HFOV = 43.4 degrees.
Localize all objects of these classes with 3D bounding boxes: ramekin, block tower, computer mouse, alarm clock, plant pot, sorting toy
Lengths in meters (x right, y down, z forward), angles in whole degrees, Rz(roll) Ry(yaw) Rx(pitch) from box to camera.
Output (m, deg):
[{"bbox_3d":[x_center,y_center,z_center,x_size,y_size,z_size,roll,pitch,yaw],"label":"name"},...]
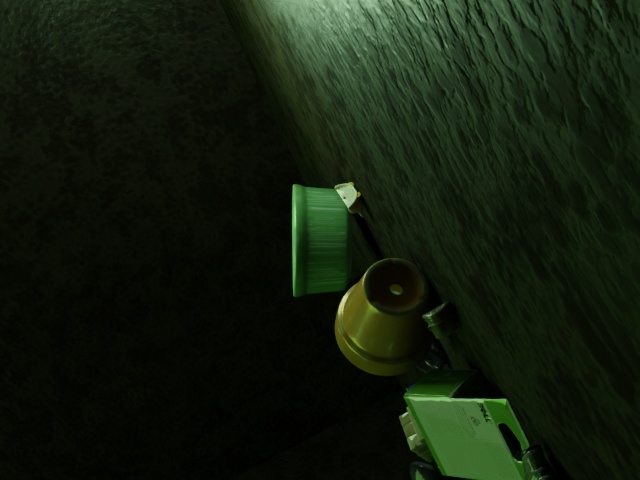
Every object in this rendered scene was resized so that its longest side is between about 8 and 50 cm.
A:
[{"bbox_3d":[0.000,0.000,2.163,0.303,0.148,0.304,180,90,-87],"label":"ramekin"},{"bbox_3d":[0.296,0.468,1.837,0.335,0.090,0.097,45,-160,-43],"label":"block tower"},{"bbox_3d":[0.316,0.581,1.813,0.272,0.072,0.188,26,161,-8],"label":"computer mouse"},{"bbox_3d":[0.237,0.269,1.873,0.129,0.064,0.192,34,-179,-14],"label":"alarm clock"},{"bbox_3d":[0.137,0.137,1.591,0.188,0.205,0.205,96,149,-58],"label":"plant pot"},{"bbox_3d":[0.080,-0.092,1.906,0.075,0.044,0.083,54,-176,-47],"label":"sorting toy"}]

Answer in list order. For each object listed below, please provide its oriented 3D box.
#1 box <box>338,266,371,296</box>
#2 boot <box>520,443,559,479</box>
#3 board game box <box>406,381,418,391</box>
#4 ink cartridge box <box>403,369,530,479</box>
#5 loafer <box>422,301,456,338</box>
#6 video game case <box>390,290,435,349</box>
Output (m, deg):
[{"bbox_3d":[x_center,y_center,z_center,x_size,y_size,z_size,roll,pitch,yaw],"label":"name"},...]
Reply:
[{"bbox_3d":[0.120,0.118,2.180,0.037,0.136,0.225,55,178,-4],"label":"box"},{"bbox_3d":[0.331,0.366,1.163,0.247,0.083,0.161,68,180,-51],"label":"boot"},{"bbox_3d":[0.387,0.597,2.492,0.233,0.078,0.347,63,177,-12],"label":"board game box"},{"bbox_3d":[0.301,0.338,1.469,0.255,0.097,0.189,-13,107,52],"label":"ink cartridge box"},{"bbox_3d":[0.217,0.144,1.429,0.050,0.056,0.148,61,-173,13],"label":"loafer"},{"bbox_3d":[0.230,0.198,2.072,0.193,0.023,0.212,62,177,8],"label":"video game case"}]
